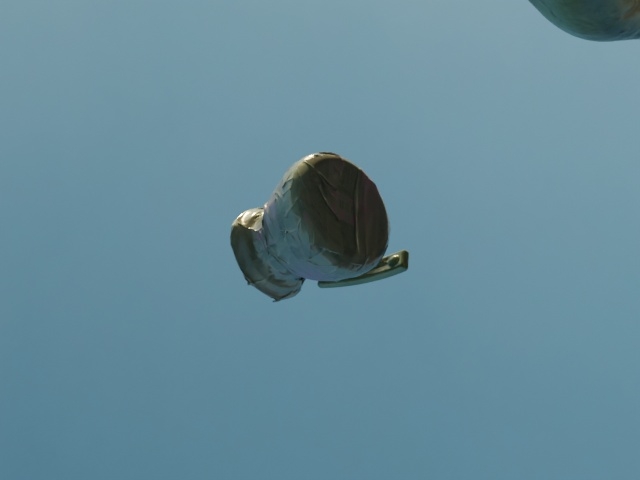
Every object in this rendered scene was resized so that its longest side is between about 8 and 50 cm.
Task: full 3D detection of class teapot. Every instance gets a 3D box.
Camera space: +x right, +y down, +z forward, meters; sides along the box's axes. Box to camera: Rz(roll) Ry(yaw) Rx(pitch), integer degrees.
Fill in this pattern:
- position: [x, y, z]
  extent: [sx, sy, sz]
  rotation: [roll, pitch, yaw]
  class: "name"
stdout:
- position: [0.000, 0.000, 0.929]
  extent: [0.083, 0.064, 0.064]
  rotation: [31, -132, -30]
  class: "teapot"

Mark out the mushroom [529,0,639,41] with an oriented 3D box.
- position: [0.334, -0.379, 2.008]
  extent: [0.352, 0.260, 0.352]
  rotation: [-17, -66, -44]
  class: "mushroom"
